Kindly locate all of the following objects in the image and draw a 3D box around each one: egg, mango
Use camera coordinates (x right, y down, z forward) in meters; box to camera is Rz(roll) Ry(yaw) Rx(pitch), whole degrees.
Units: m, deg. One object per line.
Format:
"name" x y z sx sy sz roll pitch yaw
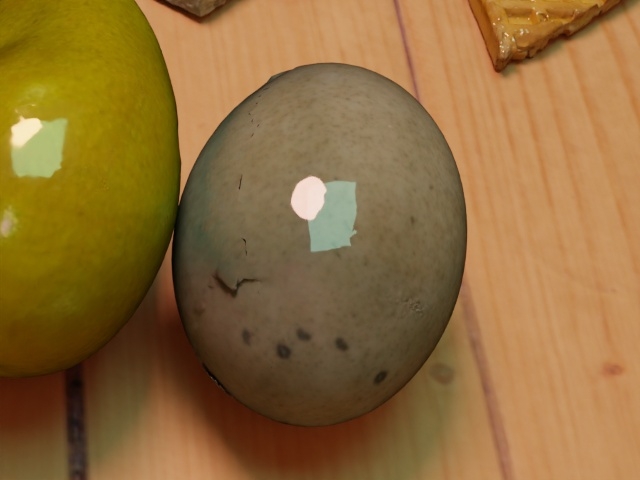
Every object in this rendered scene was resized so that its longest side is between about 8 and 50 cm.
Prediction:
"egg" 0.000 0.000 0.966 0.169 0.169 0.236 15 43 -4
"mango" -0.154 -0.035 0.944 0.149 0.185 0.273 11 31 -6

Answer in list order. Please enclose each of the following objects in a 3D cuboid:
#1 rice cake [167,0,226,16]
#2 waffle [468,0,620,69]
"rice cake" -0.138 -0.246 1.243 0.211 0.038 0.124 34 47 16
"waffle" 0.210 -0.177 1.291 0.191 0.032 0.125 -1 47 -16
